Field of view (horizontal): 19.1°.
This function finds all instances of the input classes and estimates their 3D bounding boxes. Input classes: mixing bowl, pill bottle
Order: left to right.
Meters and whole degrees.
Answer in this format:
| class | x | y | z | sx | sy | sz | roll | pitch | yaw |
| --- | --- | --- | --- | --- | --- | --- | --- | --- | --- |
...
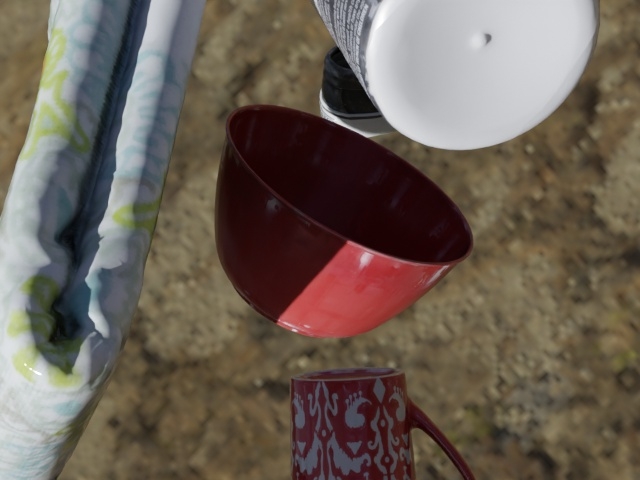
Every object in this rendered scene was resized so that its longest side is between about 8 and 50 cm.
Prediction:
| class | x | y | z | sx | sy | sz | roll | pitch | yaw |
| --- | --- | --- | --- | --- | --- | --- | --- | --- | --- |
| mixing bowl | 0.000 | 0.000 | 1.254 | 0.098 | 0.181 | 0.181 | -62 | 24 | 23 |
| pill bottle | 0.051 | -0.164 | 1.054 | 0.130 | 0.130 | 0.246 | -38 | 37 | 9 |

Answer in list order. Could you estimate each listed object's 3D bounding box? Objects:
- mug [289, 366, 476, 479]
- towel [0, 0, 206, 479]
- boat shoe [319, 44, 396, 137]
| class | x | y | z | sx | sy | sz | roll | pitch | yaw |
| --- | --- | --- | --- | --- | --- | --- | --- | --- | --- |
| mug | 0.041 | 0.187 | 1.507 | 0.113 | 0.150 | 0.169 | -1 | 93 | 59 |
| towel | -0.146 | -0.037 | 1.120 | 0.320 | 0.090 | 0.374 | 121 | 161 | -63 |
| boat shoe | 0.102 | -0.140 | 1.432 | 0.219 | 0.070 | 0.078 | -20 | 47 | -20 |
